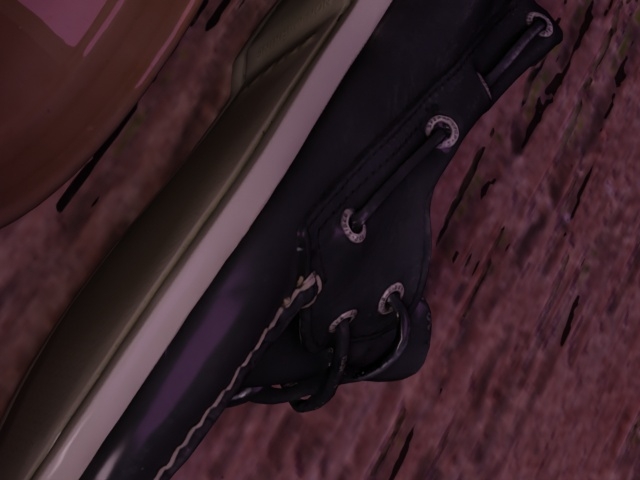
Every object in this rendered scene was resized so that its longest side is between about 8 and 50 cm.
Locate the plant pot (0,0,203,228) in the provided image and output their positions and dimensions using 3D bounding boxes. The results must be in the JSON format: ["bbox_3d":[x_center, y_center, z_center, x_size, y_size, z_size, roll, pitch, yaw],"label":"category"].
[{"bbox_3d":[-0.107,-0.128,0.574,0.110,0.237,0.237,29,57,12],"label":"plant pot"}]

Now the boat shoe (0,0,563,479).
[{"bbox_3d":[-0.002,0.001,0.666,0.113,0.127,0.340,41,49,-15],"label":"boat shoe"}]
